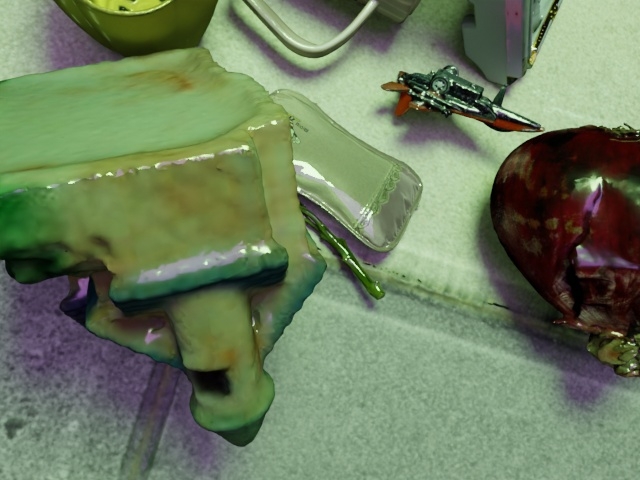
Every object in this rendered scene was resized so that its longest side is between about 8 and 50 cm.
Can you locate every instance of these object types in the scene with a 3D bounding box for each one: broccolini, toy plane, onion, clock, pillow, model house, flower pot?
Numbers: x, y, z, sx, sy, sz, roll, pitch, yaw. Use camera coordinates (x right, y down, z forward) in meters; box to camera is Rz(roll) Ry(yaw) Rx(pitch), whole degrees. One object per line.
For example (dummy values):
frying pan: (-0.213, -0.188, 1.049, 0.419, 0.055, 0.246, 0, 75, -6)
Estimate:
broccolini: (0.003, -0.005, 0.633, 0.194, 0.054, 0.052, 35, 49, 2)
toy plane: (0.171, -0.166, 0.644, 0.189, 0.130, 0.061, 15, 122, 18)
onion: (0.321, -0.017, 0.600, 0.280, 0.221, 0.281, 0, 85, 0)
clock: (0.232, -0.325, 0.633, 0.083, 0.253, 0.186, 22, 77, 26)
pillow: (0.015, -0.088, 0.648, 0.232, 0.038, 0.131, 35, 64, -3)
model house: (-0.144, 0.010, 0.486, 0.245, 0.312, 0.280, -15, 122, -14)
flower pot: (-0.191, -0.284, 0.571, 0.195, 0.179, 0.195, 1, 84, -10)

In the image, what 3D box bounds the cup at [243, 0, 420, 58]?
cup: (0.018, -0.375, 0.601, 0.273, 0.208, 0.288, 29, 69, -6)
